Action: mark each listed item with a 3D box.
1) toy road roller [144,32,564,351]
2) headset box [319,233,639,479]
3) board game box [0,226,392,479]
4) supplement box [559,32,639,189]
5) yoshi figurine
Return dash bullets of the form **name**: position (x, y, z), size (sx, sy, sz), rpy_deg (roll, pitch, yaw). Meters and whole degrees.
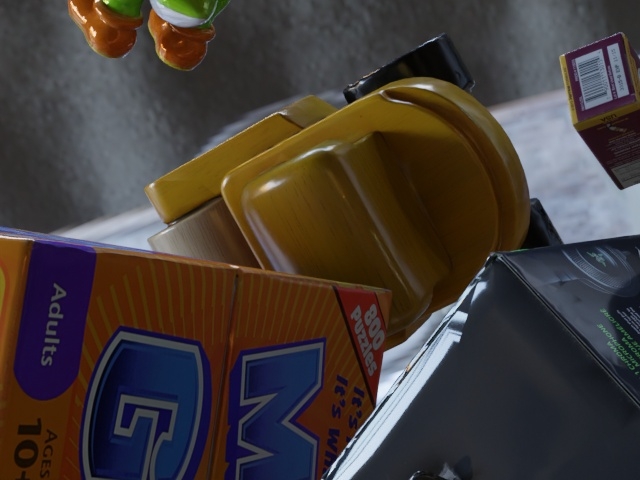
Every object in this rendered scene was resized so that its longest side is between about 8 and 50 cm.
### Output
- **toy road roller**: position (0.000, 0.000, 1.327), size (0.330, 0.202, 0.240), rpy_deg (-27, 3, 27)
- **headset box**: position (0.129, 0.127, 0.916), size (0.283, 0.246, 0.131), rpy_deg (-7, 49, -51)
- **board game box**: position (-0.217, 0.169, 1.115), size (0.357, 0.356, 0.356), rpy_deg (8, 89, 34)
- **supplement box**: position (0.182, -0.077, 1.073), size (0.043, 0.083, 0.055), rpy_deg (-20, 55, 21)
- **yoshi figurine**: position (-0.144, -0.374, 1.933), size (0.203, 0.362, 0.203), rpy_deg (35, 37, 3)
